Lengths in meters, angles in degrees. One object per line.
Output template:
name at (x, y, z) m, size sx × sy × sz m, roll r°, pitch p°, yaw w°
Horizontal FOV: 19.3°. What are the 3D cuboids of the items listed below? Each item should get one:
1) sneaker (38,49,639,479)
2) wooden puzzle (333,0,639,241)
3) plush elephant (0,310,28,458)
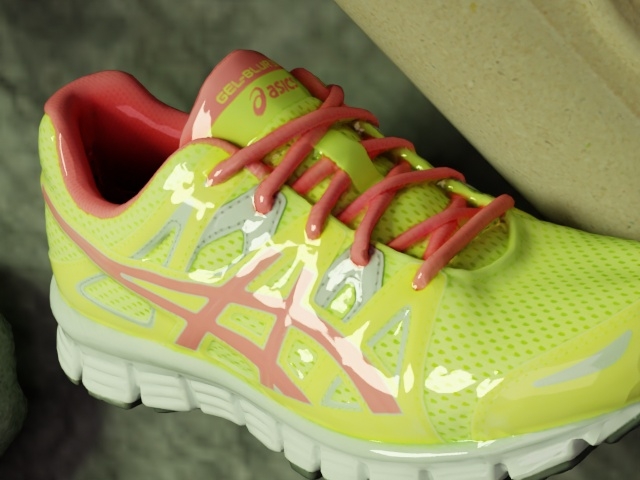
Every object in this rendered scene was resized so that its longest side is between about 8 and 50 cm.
sneaker at (0.000, 0.000, 0.466) m, size 0.208 × 0.081 × 0.094 m, roll 6°, pitch 120°, yaw 37°
wooden puzzle at (0.109, -0.174, 0.384) m, size 0.322 × 0.080 × 0.348 m, roll 45°, pitch 120°, yaw -12°
plush elephant at (-0.189, 0.196, 0.525) m, size 0.330 × 0.255 × 0.272 m, roll -31°, pitch 92°, yaw 25°
